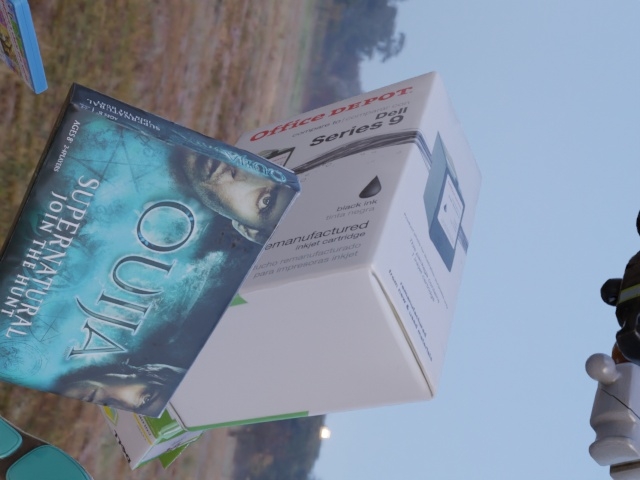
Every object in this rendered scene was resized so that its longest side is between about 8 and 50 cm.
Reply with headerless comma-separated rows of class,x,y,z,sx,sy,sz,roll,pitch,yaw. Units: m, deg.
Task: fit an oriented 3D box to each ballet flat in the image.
ballet flat,-0.223,0.174,0.665,0.057,0.168,0.052,-32,140,-42

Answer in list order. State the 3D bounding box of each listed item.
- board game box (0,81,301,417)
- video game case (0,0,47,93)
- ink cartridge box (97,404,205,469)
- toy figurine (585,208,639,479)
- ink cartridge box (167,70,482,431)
board game box,-0.109,0.017,0.488,0.186,0.126,0.026,-57,-153,28
video game case,-0.321,-0.228,0.839,0.015,0.166,0.119,-38,160,-26
ink cartridge box,-0.231,0.180,1.080,0.188,0.097,0.255,57,-38,15
toy figurine,0.301,0.084,0.629,0.148,0.213,0.209,-59,155,-43
ink cartridge box,0.000,0.000,0.718,0.121,0.211,0.289,63,28,-27
